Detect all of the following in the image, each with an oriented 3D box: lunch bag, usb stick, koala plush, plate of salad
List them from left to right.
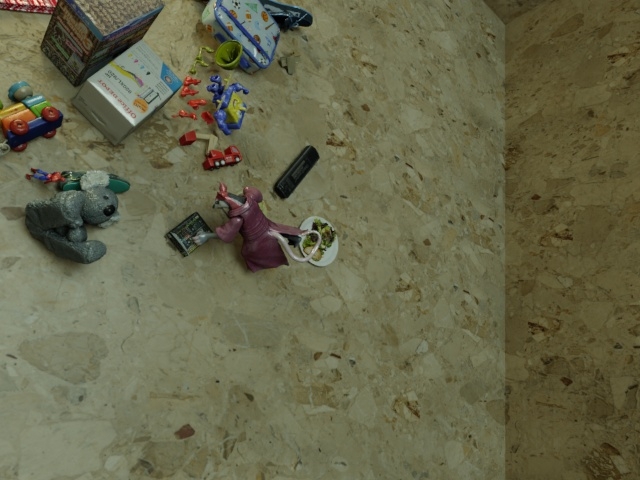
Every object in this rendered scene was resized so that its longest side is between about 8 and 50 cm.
[{"bbox_3d":[-0.629,-0.078,1.269,0.221,0.203,0.196,-54,144,-48],"label":"koala plush"},{"bbox_3d":[-0.281,-0.776,1.764,0.303,0.115,0.243,39,56,-41],"label":"lunch bag"},{"bbox_3d":[-0.088,-0.270,1.860,0.077,0.045,0.278,53,50,-25],"label":"usb stick"},{"bbox_3d":[0.000,0.000,1.856,0.199,0.048,0.200,13,69,-37],"label":"plate of salad"}]

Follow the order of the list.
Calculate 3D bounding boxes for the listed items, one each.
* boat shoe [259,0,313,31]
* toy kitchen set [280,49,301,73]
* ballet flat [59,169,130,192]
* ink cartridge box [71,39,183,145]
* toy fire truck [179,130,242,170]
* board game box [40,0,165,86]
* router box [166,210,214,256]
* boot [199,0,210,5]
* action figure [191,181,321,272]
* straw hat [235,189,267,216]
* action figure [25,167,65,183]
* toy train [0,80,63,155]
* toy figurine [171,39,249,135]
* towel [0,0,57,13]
[{"bbox_3d":[-0.154,-0.907,1.964,0.258,0.109,0.089,2,83,-23],"label":"boat shoe"},{"bbox_3d":[-0.126,-0.734,1.975,0.083,0.075,0.068,-15,130,-10],"label":"toy kitchen set"},{"bbox_3d":[-0.639,-0.173,1.358,0.188,0.070,0.070,-3,80,-45],"label":"ballet flat"},{"bbox_3d":[-0.568,-0.433,1.416,0.171,0.168,0.233,47,53,-21],"label":"ink cartridge box"},{"bbox_3d":[-0.369,-0.311,1.631,0.192,0.047,0.135,-22,91,-42],"label":"toy fire truck"},{"bbox_3d":[-0.614,-0.601,1.343,0.141,0.291,0.232,51,51,-18],"label":"board game box"},{"bbox_3d":[-0.412,-0.021,1.519,0.092,0.038,0.122,54,51,-14],"label":"router box"},{"bbox_3d":[-0.380,-0.982,1.789,0.295,0.104,0.211,-16,94,-37],"label":"boot"},{"bbox_3d":[-0.213,-0.036,1.515,0.248,0.275,0.370,-63,143,-23],"label":"action figure"},{"bbox_3d":[-0.233,-0.121,1.684,0.144,0.061,0.145,12,71,-38],"label":"straw hat"},{"bbox_3d":[-0.717,-0.167,1.260,0.030,0.115,0.038,76,31,-49],"label":"action figure"},{"bbox_3d":[-0.812,-0.306,1.226,0.143,0.105,0.248,50,51,-5],"label":"toy train"},{"bbox_3d":[-0.343,-0.493,1.681,0.217,0.191,0.363,56,36,-54],"label":"toy figurine"},{"bbox_3d":[-0.827,-0.753,1.381,0.274,0.031,0.199,-17,88,-42],"label":"towel"}]
